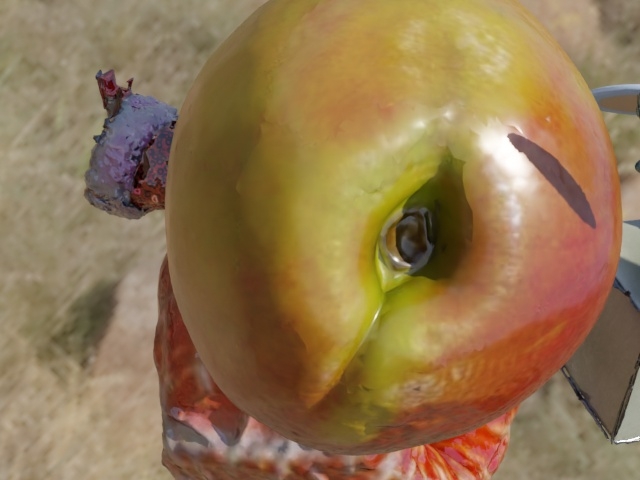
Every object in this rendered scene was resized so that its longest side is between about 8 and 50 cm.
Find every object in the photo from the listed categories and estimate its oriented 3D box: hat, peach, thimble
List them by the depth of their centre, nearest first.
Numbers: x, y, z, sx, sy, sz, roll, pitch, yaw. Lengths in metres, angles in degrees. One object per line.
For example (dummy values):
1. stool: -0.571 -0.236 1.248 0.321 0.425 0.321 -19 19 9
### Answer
1. peach: 0.037 -0.025 1.179 0.308 0.308 0.332 32 8 -19
2. thimble: 0.028 0.083 1.569 0.350 0.230 0.350 -10 101 -64
3. hat: -0.115 -0.061 1.760 0.227 0.140 0.129 24 21 23

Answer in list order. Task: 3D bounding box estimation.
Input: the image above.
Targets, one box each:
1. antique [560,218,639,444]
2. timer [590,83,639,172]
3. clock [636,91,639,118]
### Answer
1. antique: 0.307 0.079 1.695 0.148 0.147 0.152 -6 41 -22
2. timer: 0.370 -0.092 1.687 0.175 0.255 0.175 39 40 -42
3. clock: 0.208 -0.068 0.982 0.083 0.074 0.010 19 55 8
